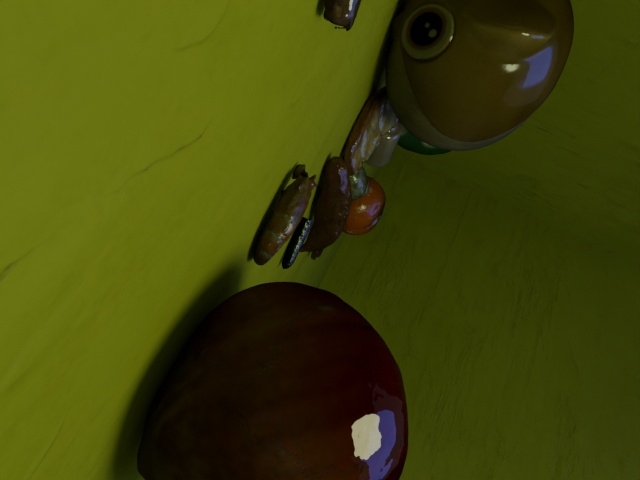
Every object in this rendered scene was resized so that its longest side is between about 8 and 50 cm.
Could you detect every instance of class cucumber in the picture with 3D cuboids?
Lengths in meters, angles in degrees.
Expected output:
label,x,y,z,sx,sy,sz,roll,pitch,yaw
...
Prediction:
label,x,y,z,sx,sy,sz,roll,pitch,yaw
cucumber,-0.058,0.008,1.132,0.032,0.032,0.133,-1,115,-84

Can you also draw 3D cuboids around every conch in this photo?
label,x,y,z,sx,sy,sz,roll,pitch,yaw
conch,0.091,-0.173,1.392,0.172,0.106,0.116,86,8,-51

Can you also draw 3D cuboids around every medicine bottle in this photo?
label,x,y,z,sx,sy,sz,roll,pitch,yaw
medicine bottle,0.203,-0.350,1.551,0.114,0.114,0.252,-62,174,-26

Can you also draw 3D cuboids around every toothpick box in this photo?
label,x,y,z,sx,sy,sz,roll,pitch,yaw
toothpick box,0.359,-0.451,1.130,0.408,0.409,0.425,-62,176,-22

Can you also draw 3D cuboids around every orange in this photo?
label,x,y,z,sx,sy,sz,roll,pitch,yaw
orange,0.141,-0.122,1.712,0.224,0.170,0.223,24,90,-86

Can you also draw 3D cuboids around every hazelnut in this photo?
label,x,y,z,sx,sy,sz,roll,pitch,yaw
hazelnut,-0.067,0.251,0.700,0.359,0.359,0.409,-59,177,-46

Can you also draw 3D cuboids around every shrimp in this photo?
label,x,y,z,sx,sy,sz,roll,pitch,yaw
shrimp,-0.065,-0.044,0.816,0.187,0.052,0.132,-59,-167,-2

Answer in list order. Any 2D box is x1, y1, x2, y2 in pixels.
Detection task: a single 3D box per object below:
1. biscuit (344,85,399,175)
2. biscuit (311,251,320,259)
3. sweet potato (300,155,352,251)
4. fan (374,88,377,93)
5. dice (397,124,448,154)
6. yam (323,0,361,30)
label,x,y,z,sx,sy,sz,roll,pitch,yaw
biscuit,0.145,-0.320,1.319,0.299,0.045,0.154,-51,146,-31
biscuit,0.000,0.000,1.642,0.205,0.031,0.138,-16,131,-83
sweet potato,0.029,-0.078,1.225,0.354,0.106,0.095,110,-26,-50
fan,0.147,-0.396,1.375,0.056,0.004,0.083,-56,170,-55
dice,0.396,-0.506,1.710,0.287,0.300,0.297,106,11,-50
yam,0.060,-0.358,0.502,0.046,0.046,0.263,-54,167,-63
